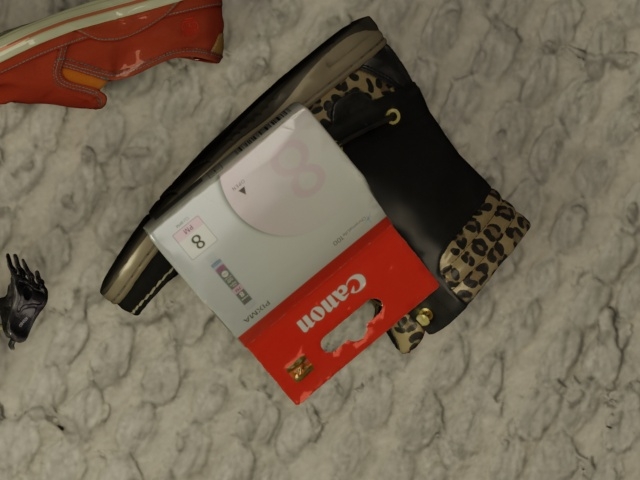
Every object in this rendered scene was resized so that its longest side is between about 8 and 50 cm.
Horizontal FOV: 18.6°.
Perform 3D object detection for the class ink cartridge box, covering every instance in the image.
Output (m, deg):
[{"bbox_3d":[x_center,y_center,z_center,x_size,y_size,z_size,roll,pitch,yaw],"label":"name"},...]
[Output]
[{"bbox_3d":[-0.021,0.017,1.823,0.189,0.066,0.232,-40,100,-2],"label":"ink cartridge box"}]

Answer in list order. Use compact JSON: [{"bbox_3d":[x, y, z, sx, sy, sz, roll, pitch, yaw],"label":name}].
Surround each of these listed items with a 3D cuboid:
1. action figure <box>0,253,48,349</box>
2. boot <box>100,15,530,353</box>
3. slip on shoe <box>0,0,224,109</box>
[{"bbox_3d":[-0.380,0.093,1.847,0.164,0.141,0.276,29,127,-35],"label":"action figure"},{"bbox_3d":[0.000,0.000,1.919,0.377,0.138,0.284,-45,99,-12],"label":"boot"},{"bbox_3d":[-0.243,-0.169,1.879,0.331,0.123,0.101,-19,99,-14],"label":"slip on shoe"}]
